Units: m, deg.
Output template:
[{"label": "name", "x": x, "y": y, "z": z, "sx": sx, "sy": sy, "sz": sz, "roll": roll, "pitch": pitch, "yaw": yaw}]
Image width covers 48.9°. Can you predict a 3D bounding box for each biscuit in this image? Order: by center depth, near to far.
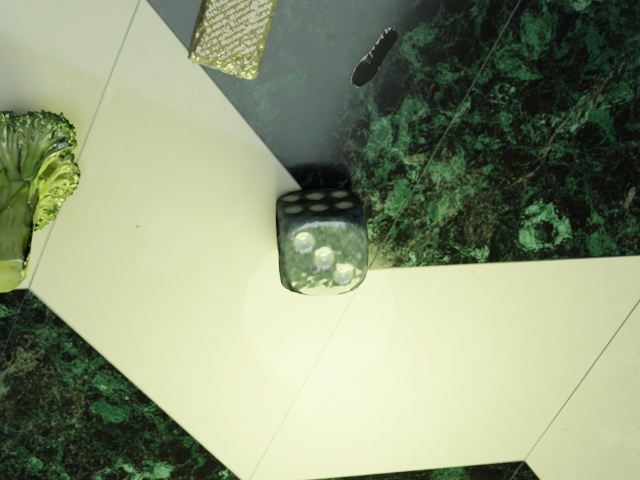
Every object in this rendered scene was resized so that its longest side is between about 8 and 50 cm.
[{"label": "biscuit", "x": -0.120, "y": -0.511, "z": 1.270, "sx": 0.143, "sy": 0.078, "sz": 0.426, "roll": 16, "pitch": 111, "yaw": -15}]

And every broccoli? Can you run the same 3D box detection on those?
[{"label": "broccoli", "x": -0.557, "y": -0.053, "z": 1.271, "sx": 0.252, "sy": 0.362, "sz": 0.221, "roll": -22, "pitch": 138, "yaw": 36}]

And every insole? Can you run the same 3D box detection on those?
[{"label": "insole", "x": 0.107, "y": -0.365, "z": 1.407, "sx": 0.045, "sy": 0.002, "sz": 0.135, "roll": 30, "pitch": 107, "yaw": -20}]

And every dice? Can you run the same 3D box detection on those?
[{"label": "dice", "x": 0.000, "y": 0.000, "z": 1.455, "sx": 0.182, "sy": 0.181, "sz": 0.183, "roll": -4, "pitch": 116, "yaw": -7}]
